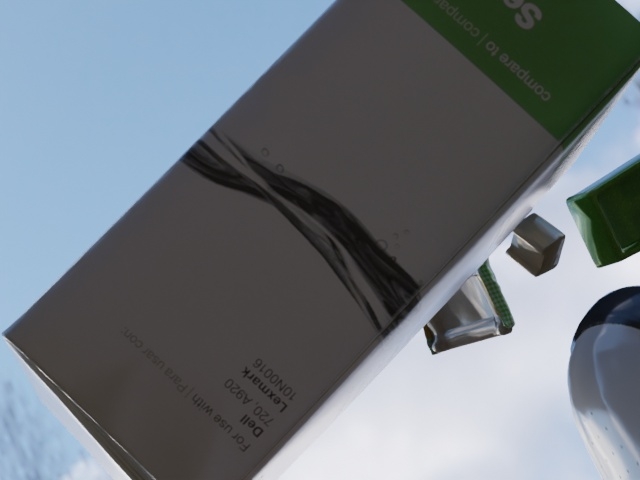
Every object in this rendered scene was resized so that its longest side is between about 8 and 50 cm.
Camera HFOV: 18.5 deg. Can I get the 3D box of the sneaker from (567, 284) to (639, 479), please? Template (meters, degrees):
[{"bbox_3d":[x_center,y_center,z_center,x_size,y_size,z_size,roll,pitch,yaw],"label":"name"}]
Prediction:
[{"bbox_3d":[0.121,0.147,0.512,0.145,0.270,0.090,-35,-13,-20],"label":"sneaker"}]

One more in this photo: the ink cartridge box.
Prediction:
[{"bbox_3d":[0.000,0.000,0.687,0.219,0.092,0.160,-45,-6,-12],"label":"ink cartridge box"}]

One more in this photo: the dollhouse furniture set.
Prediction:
[{"bbox_3d":[0.096,-0.005,0.886,0.059,0.076,0.152,-27,3,-35],"label":"dollhouse furniture set"}]
